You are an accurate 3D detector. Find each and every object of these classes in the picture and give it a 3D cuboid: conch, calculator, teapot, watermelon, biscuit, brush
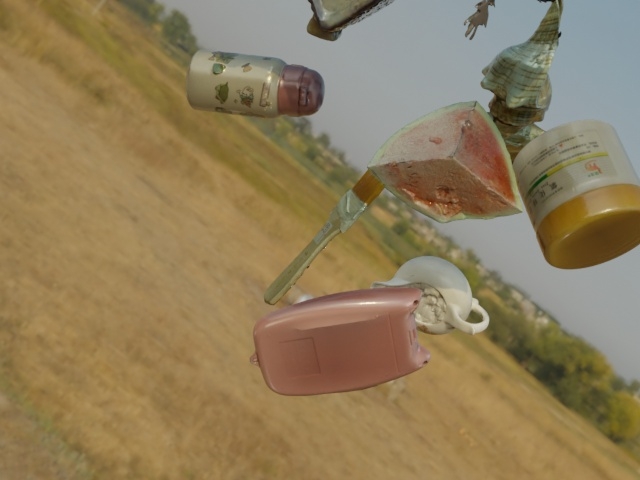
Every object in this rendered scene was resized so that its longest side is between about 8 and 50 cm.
[{"bbox_3d":[0.443,-0.368,2.191,0.386,0.169,0.203,85,5,-46],"label":"conch"},{"bbox_3d":[0.033,0.193,1.773,0.048,0.329,0.220,-98,176,-56],"label":"calculator"},{"bbox_3d":[0.278,0.143,2.394,0.298,0.204,0.139,17,27,24],"label":"teapot"},{"bbox_3d":[0.272,-0.144,1.966,0.260,0.256,0.176,44,4,-26],"label":"watermelon"},{"bbox_3d":[0.398,-0.261,2.459,0.329,0.078,0.335,-6,-18,43],"label":"biscuit"},{"bbox_3d":[0.000,0.000,1.893,0.020,0.336,0.085,33,13,-34],"label":"brush"}]

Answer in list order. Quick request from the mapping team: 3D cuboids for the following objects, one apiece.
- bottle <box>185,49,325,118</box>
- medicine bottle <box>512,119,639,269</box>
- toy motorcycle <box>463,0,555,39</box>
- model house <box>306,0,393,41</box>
[{"bbox_3d":[-0.117,-0.289,1.835,0.253,0.120,0.120,9,-2,12],"label":"bottle"},{"bbox_3d":[0.540,-0.093,2.019,0.238,0.238,0.232,33,35,-54],"label":"medicine bottle"},{"bbox_3d":[0.392,-0.532,1.748,0.207,0.401,0.134,29,31,-15],"label":"toy motorcycle"},{"bbox_3d":[0.004,-0.478,1.557,0.298,0.284,0.243,23,21,13],"label":"model house"}]
